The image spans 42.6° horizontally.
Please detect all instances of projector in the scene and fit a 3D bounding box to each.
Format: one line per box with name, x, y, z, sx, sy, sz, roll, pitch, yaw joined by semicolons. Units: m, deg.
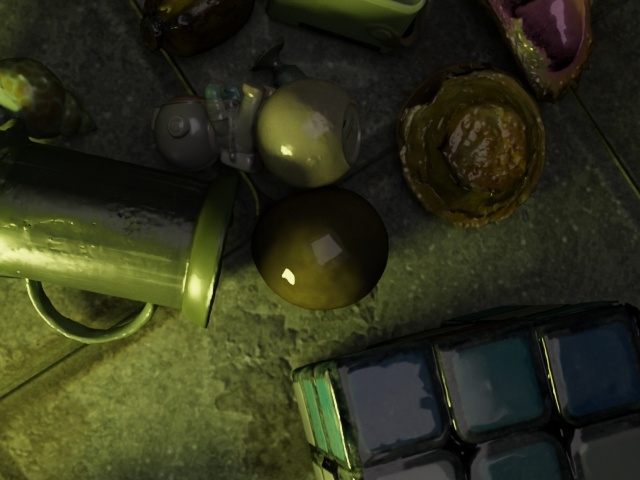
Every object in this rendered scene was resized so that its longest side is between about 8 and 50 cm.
projector;0.053;-0.376;1.146;0.242;0.177;0.164;16;82;-8

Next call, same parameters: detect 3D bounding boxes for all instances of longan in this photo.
longan;0.000;0.000;1.106;0.184;0.159;0.204;5;45;4

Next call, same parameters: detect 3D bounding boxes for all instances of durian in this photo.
durian;0.298;-0.370;1.219;0.191;0.112;0.341;-40;101;-19

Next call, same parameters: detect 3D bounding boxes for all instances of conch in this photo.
conch;-0.406;-0.183;1.089;0.172;0.106;0.116;-26;60;-17

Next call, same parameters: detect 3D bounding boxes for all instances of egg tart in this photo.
egg tart;0.223;-0.136;1.171;0.240;0.106;0.241;-1;95;-9

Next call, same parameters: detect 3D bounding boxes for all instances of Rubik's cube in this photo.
Rubik's cube;0.178;0.274;0.996;0.358;0.363;0.362;-14;87;-12

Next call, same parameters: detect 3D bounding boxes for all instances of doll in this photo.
doll;-0.094;-0.142;1.090;0.287;0.151;0.151;3;82;17

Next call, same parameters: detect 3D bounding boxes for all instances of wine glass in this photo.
wine glass;-0.028;-0.210;1.165;0.072;0.072;0.155;-41;90;-11

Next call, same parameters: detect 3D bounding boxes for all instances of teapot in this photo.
teapot;-0.290;0.004;1.051;0.336;0.200;0.271;13;112;-5

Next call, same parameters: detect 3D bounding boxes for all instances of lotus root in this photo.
lotus root;-0.159;-0.333;1.140;0.209;0.120;0.120;-36;90;-8
